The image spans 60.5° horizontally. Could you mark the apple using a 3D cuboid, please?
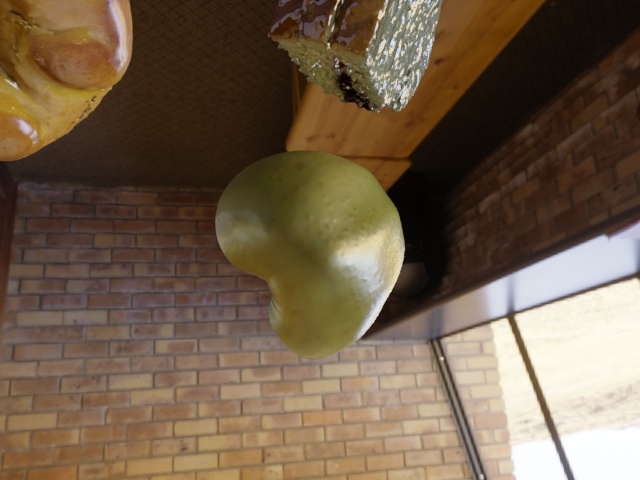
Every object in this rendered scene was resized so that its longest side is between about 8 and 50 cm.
[{"bbox_3d":[0.000,0.000,1.019,0.311,0.360,0.320,23,129,23],"label":"apple"}]

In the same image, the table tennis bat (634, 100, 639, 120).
[{"bbox_3d":[0.453,-0.185,0.584,0.220,0.019,0.130,-24,-161,41],"label":"table tennis bat"}]

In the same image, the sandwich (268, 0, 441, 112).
[{"bbox_3d":[0.079,-0.311,0.708,0.131,0.262,0.325,22,-176,15],"label":"sandwich"}]

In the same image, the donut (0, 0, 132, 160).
[{"bbox_3d":[-0.293,-0.197,0.418,0.317,0.150,0.299,-40,150,30],"label":"donut"}]
